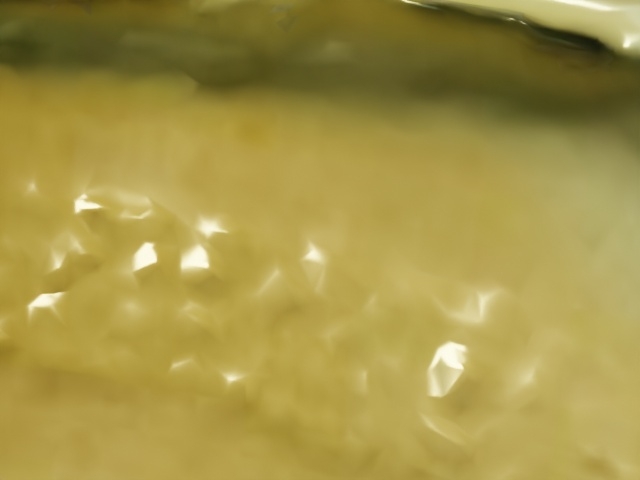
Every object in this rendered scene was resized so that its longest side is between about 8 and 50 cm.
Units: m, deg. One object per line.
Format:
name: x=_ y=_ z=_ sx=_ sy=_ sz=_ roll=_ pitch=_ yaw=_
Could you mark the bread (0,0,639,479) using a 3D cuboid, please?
bread: x=0.000 y=0.000 z=0.576 sx=0.376 sy=0.348 sz=0.253 roll=5 pitch=-173 yaw=14
